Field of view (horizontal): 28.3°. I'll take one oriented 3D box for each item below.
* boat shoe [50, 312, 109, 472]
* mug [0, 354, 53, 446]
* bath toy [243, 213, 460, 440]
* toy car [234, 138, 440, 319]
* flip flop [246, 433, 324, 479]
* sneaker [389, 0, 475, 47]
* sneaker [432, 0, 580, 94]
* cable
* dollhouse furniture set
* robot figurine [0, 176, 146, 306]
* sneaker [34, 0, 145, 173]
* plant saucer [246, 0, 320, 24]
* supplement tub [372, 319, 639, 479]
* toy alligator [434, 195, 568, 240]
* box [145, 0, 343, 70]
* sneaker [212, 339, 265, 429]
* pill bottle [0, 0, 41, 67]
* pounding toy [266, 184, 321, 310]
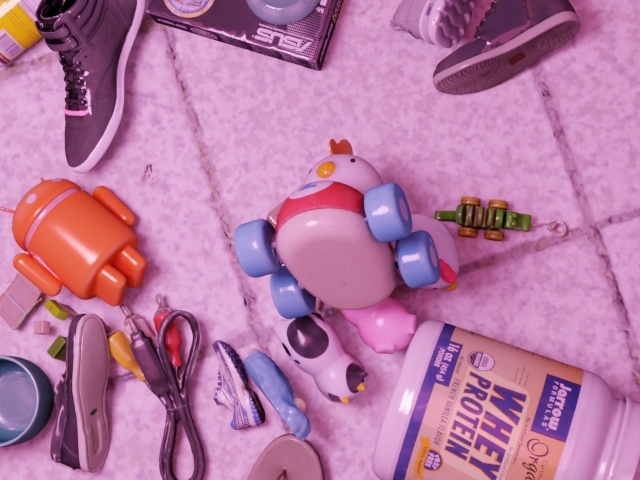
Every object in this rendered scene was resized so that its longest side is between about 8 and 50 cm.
[{"bbox_3d":[-0.349,0.214,1.801,0.079,0.084,0.233,10,105,24],"label":"boat shoe"},{"bbox_3d":[-0.462,0.238,1.823,0.157,0.097,0.129,-30,81,4],"label":"mug"},{"bbox_3d":[0.065,0.116,1.755,0.348,0.151,0.129,-43,37,-1],"label":"bath toy"},{"bbox_3d":[0.022,-0.049,1.673,0.219,0.210,0.238,-16,51,18],"label":"toy car"},{"bbox_3d":[-0.092,0.398,1.766,0.112,0.080,0.277,37,89,10],"label":"flip flop"},{"bbox_3d":[0.184,-0.412,1.815,0.115,0.105,0.281,16,71,37],"label":"sneaker"},{"bbox_3d":[0.251,-0.300,1.818,0.222,0.083,0.118,-26,62,10],"label":"sneaker"},{"bbox_3d":[-0.211,0.214,1.828,0.139,0.072,0.287,-23,93,-3],"label":"cable"},{"bbox_3d":[-0.407,0.116,1.869,0.151,0.058,0.076,40,97,29],"label":"dollhouse furniture set"},{"bbox_3d":[-0.353,-0.001,1.822,0.219,0.128,0.158,39,96,10],"label":"robot figurine"},{"bbox_3d":[-0.356,-0.251,1.825,0.104,0.147,0.296,12,88,41],"label":"sneaker"},{"bbox_3d":[-0.055,-0.371,1.822,0.119,0.021,0.119,-1,84,7],"label":"plant saucer"},{"bbox_3d":[0.248,0.255,1.666,0.316,0.228,0.228,18,86,9],"label":"supplement tub"},{"bbox_3d":[0.255,-0.029,1.787,0.189,0.051,0.056,7,85,8],"label":"toy alligator"},{"bbox_3d":[-0.095,-0.392,1.871,0.270,0.060,0.216,18,85,9],"label":"box"},{"bbox_3d":[-0.131,0.209,1.809,0.058,0.052,0.135,-25,80,8],"label":"sneaker"},{"bbox_3d":[-0.434,-0.363,1.881,0.215,0.117,0.117,-38,80,1],"label":"pill bottle"},{"bbox_3d":[0.000,0.000,1.804,0.130,0.100,0.141,-40,82,-13],"label":"pounding toy"}]
